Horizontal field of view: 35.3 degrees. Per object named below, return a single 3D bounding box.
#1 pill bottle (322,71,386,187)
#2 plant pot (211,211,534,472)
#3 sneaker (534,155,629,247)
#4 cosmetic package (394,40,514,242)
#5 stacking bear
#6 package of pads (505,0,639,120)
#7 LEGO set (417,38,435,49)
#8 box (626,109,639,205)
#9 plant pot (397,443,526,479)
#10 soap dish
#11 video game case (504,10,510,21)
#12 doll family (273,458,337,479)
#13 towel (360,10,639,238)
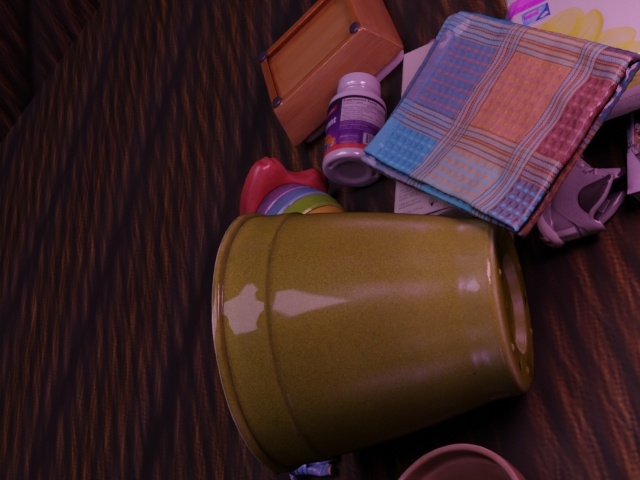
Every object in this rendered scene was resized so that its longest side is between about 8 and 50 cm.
[{"bbox_3d":[0.063,-0.202,1.801,0.108,0.108,0.193,-21,50,38],"label":"pill bottle"},{"bbox_3d":[0.094,0.113,1.363,0.353,0.366,0.366,-10,55,19],"label":"plant pot"},{"bbox_3d":[0.374,-0.105,1.422,0.132,0.086,0.229,-13,65,37],"label":"sneaker"},{"bbox_3d":[0.206,-0.139,1.523,0.113,0.160,0.309,-18,56,39],"label":"cosmetic package"},{"bbox_3d":[0.000,0.000,1.702,0.289,0.175,0.164,40,111,44],"label":"stacking bear"},{"bbox_3d":[0.394,-0.286,1.424,0.229,0.101,0.296,-19,38,20],"label":"package of pads"},{"bbox_3d":[0.189,-0.225,1.702,0.093,0.087,0.227,-3,69,51],"label":"LEGO set"},{"bbox_3d":[0.515,-0.148,1.311,0.233,0.044,0.159,-17,53,41],"label":"box"},{"bbox_3d":[0.188,0.384,1.256,0.237,0.110,0.237,-27,47,33],"label":"plant pot"},{"bbox_3d":[0.012,-0.355,1.957,0.291,0.118,0.229,-40,41,24],"label":"soap dish"},{"bbox_3d":[0.356,-0.287,1.603,0.196,0.026,0.274,-3,64,47],"label":"video game case"},{"bbox_3d":[-0.027,0.294,1.584,0.111,0.076,0.193,-7,53,23],"label":"doll family"},{"bbox_3d":[0.221,-0.171,1.344,0.271,0.040,0.370,-57,34,1],"label":"towel"}]
